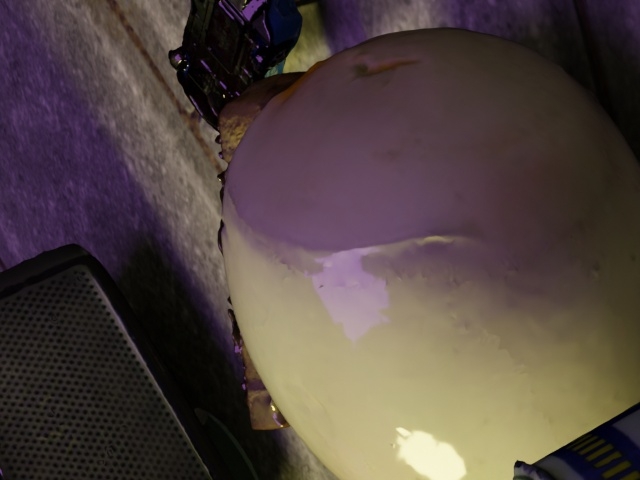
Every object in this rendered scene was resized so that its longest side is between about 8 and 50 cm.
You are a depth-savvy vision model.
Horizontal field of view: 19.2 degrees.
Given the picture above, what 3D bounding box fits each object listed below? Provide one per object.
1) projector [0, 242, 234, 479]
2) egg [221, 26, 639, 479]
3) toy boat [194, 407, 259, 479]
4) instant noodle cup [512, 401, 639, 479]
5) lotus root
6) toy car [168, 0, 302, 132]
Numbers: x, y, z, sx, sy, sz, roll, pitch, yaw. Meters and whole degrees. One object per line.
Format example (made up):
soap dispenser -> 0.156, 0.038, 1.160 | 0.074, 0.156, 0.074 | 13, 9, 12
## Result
projector -> -0.250, 0.270, 1.844 | 0.405, 0.242, 0.395 | 58, 158, 16
egg -> 0.091, 0.038, 1.222 | 0.283, 0.283, 0.345 | 8, 127, 54
toy boat -> -0.083, 0.220, 1.818 | 0.122, 0.034, 0.096 | 39, 142, 24
instant noodle cup -> 0.271, 0.141, 0.908 | 0.284, 0.312, 0.284 | 159, 90, -81
lotus root -> 0.000, 0.000, 1.433 | 0.074, 0.170, 0.261 | -12, 89, 51
toy car -> -0.066, -0.156, 1.530 | 0.103, 0.063, 0.216 | 49, 157, 12
